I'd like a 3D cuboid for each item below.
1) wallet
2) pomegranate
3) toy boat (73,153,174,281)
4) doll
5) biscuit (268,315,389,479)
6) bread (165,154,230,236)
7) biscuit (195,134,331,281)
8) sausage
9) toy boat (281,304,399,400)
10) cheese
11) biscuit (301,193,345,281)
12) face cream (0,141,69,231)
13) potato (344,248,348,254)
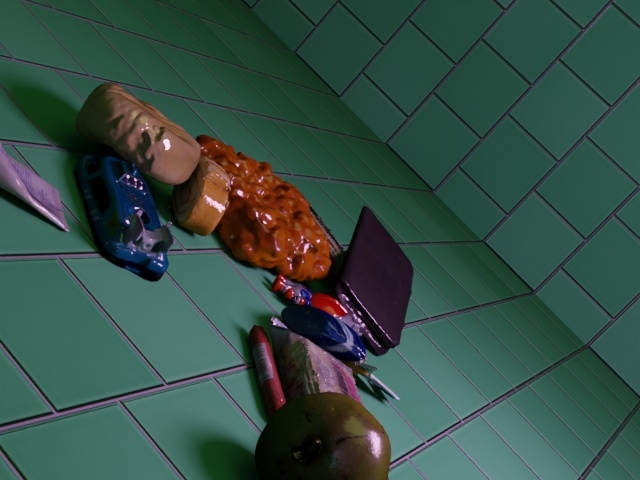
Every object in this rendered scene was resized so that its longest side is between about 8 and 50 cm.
[{"bbox_3d":[0.118,0.076,2.313,0.197,0.051,0.377,53,24,-16],"label":"wallet"},{"bbox_3d":[0.004,0.287,1.488,0.179,0.179,0.210,42,-4,-2],"label":"pomegranate"},{"bbox_3d":[-0.307,-0.065,1.798,0.134,0.092,0.299,26,23,-37],"label":"toy boat"},{"bbox_3d":[-0.003,0.126,2.082,0.194,0.062,0.104,32,-1,-9],"label":"doll"},{"bbox_3d":[0.004,0.250,1.727,0.186,0.079,0.309,41,14,-27],"label":"biscuit"},{"bbox_3d":[-0.217,-0.087,2.007,0.073,0.122,0.149,29,19,-30],"label":"bread"},{"bbox_3d":[-0.114,-0.054,2.196,0.312,0.110,0.318,22,25,-54],"label":"biscuit"},{"bbox_3d":[-0.082,0.203,1.730,0.034,0.034,0.253,34,18,-27],"label":"sausage"},{"bbox_3d":[0.054,0.200,1.960,0.291,0.067,0.220,39,-10,-39],"label":"toy boat"},{"bbox_3d":[-0.315,-0.179,1.949,0.214,0.117,0.226,34,3,4],"label":"cheese"},{"bbox_3d":[0.000,0.000,2.372,0.199,0.040,0.121,54,-10,37],"label":"biscuit"},{"bbox_3d":[-0.452,-0.100,1.618,0.224,0.070,0.114,45,10,-40],"label":"face cream"},{"bbox_3d":[0.088,0.058,2.440,0.149,0.081,0.120,49,15,21],"label":"potato"}]
